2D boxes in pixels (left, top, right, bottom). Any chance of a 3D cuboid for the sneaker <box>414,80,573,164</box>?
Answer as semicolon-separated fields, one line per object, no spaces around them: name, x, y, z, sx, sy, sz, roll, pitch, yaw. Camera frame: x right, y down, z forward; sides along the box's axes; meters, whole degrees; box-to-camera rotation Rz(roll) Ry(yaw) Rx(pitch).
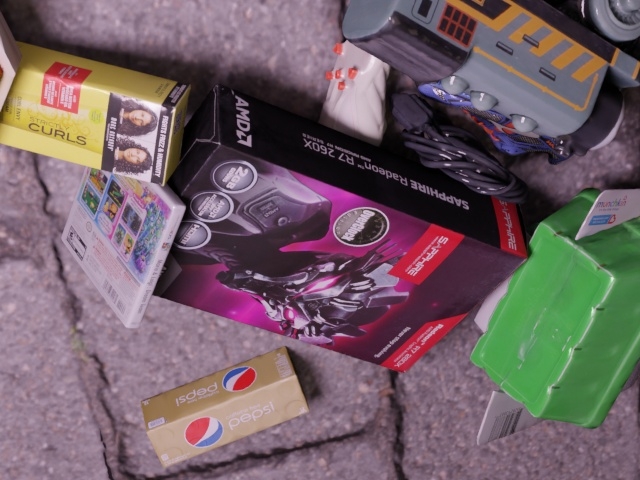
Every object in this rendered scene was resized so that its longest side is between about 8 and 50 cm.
sneaker;0.194;-0.131;1.419;0.221;0.083;0.087;17;126;-20

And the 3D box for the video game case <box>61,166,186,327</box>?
video game case;-0.197;-0.017;1.330;0.019;0.157;0.143;1;123;-41

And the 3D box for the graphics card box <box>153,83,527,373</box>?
graphics card box;0.000;0.000;1.399;0.370;0.094;0.233;21;133;-26

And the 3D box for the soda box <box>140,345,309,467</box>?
soda box;-0.109;0.190;1.545;0.181;0.058;0.061;-20;125;-2

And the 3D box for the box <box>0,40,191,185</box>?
box;-0.241;-0.125;1.251;0.232;0.058;0.087;16;120;4

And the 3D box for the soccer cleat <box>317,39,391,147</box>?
soccer cleat;0.041;-0.142;1.377;0.076;0.068;0.196;6;127;-25

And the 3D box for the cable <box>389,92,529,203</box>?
cable;0.144;-0.081;1.366;0.150;0.184;0.047;31;102;-34

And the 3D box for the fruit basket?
fruit basket;0.330;0.064;1.532;0.353;0.165;0.327;-14;135;-51

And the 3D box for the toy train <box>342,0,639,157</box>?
toy train;0.176;-0.213;1.291;0.334;0.142;0.190;26;81;-27

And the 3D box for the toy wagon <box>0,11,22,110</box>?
toy wagon;-0.443;-0.174;1.170;0.344;0.068;0.267;21;121;-15
